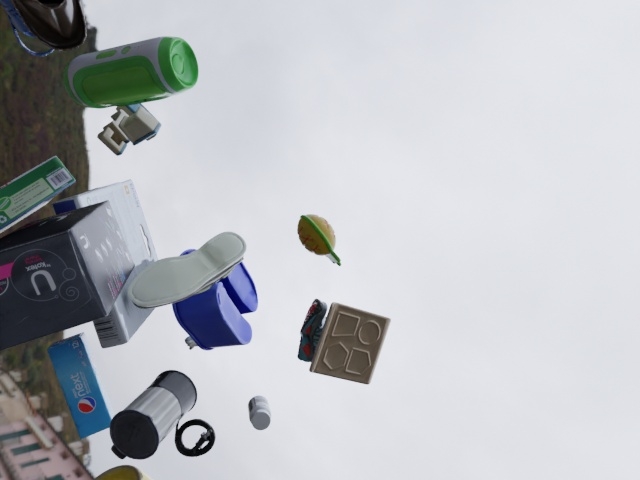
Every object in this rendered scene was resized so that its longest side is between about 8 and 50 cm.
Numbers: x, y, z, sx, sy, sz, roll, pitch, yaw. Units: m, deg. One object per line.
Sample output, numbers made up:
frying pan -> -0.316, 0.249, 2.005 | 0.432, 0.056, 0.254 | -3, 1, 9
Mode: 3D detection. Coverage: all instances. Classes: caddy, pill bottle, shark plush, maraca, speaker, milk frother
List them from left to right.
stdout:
speaker -> -0.430, -0.377, 1.148 | 0.296, 0.131, 0.131 | -3, -92, 21
milk frother -> -0.248, 0.310, 0.825 | 0.143, 0.135, 0.129 | 26, -73, 5
shark plush -> -0.465, 0.360, 1.983 | 0.073, 0.161, 0.067 | -8, -61, 44
caddy -> -0.316, 0.172, 1.475 | 0.179, 0.341, 0.241 | -6, -131, 13
pill bottle -> -0.213, 0.604, 1.774 | 0.137, 0.078, 0.078 | -155, -111, -78
maraca -> 0.000, 0.000, 1.466 | 0.186, 0.099, 0.127 | 54, -9, -19

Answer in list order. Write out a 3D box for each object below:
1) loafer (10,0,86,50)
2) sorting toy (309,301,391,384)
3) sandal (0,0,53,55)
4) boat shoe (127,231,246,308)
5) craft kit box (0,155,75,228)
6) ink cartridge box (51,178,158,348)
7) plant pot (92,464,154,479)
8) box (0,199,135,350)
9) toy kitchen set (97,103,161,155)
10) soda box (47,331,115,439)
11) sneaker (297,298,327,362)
loafer -> -0.532, -0.474, 0.951 | 0.366, 0.133, 0.130 | 114, -43, -70
sorting toy -> 0.080, 0.276, 1.358 | 0.038, 0.208, 0.193 | 17, -92, 62
sandal -> -0.680, -0.543, 1.175 | 0.317, 0.126, 0.138 | 138, -62, -75
boat shoe -> -0.308, 0.082, 1.193 | 0.109, 0.305, 0.091 | 49, -38, 13
craft kit box -> -0.551, -0.031, 0.835 | 0.246, 0.250, 0.061 | -13, -63, 52
ink cartridge box -> -0.474, 0.035, 1.185 | 0.330, 0.071, 0.324 | -104, -179, -77
plant pot -> -0.391, 0.614, 1.060 | 0.254, 0.254, 0.239 | 6, -54, 47
box -> -0.424, 0.040, 0.827 | 0.270, 0.165, 0.143 | -133, -155, -72
toy kitchen set -> -0.462, -0.309, 1.340 | 0.166, 0.122, 0.207 | -21, -140, 26
soda box -> -0.519, 0.313, 1.105 | 0.067, 0.071, 0.210 | -1, -73, 71
sneaker -> 0.013, 0.261, 1.426 | 0.125, 0.104, 0.262 | 16, -41, 7
